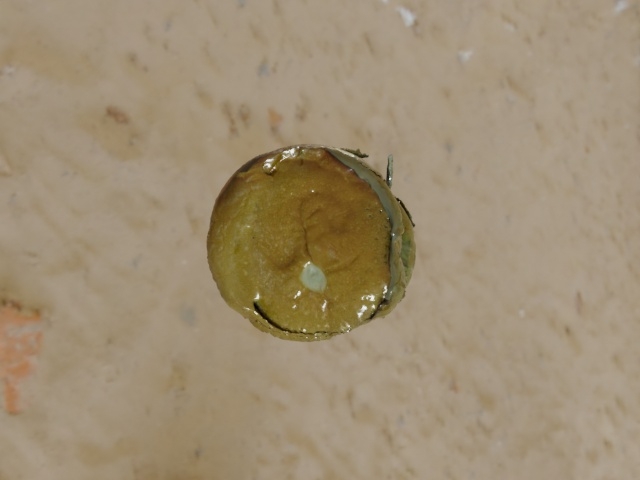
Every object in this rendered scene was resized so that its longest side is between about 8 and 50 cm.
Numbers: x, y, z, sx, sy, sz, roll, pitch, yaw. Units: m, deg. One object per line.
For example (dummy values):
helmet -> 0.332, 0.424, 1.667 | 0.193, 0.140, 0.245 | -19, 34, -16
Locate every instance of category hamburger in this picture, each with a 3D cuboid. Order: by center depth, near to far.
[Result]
hamburger -> 0.000, 0.000, 1.048 | 0.177, 0.185, 0.113 | 43, 4, 12
